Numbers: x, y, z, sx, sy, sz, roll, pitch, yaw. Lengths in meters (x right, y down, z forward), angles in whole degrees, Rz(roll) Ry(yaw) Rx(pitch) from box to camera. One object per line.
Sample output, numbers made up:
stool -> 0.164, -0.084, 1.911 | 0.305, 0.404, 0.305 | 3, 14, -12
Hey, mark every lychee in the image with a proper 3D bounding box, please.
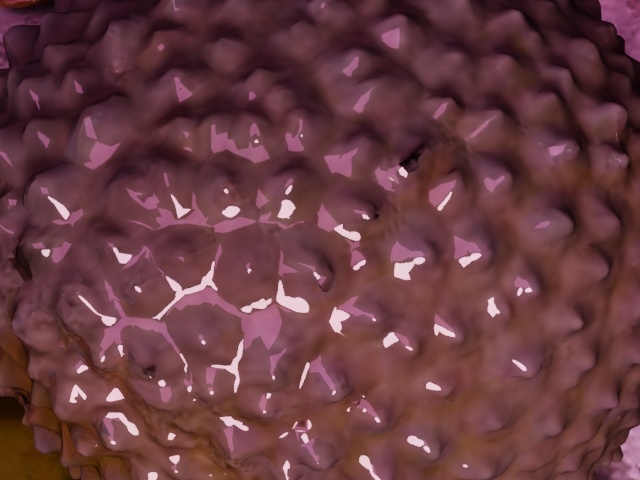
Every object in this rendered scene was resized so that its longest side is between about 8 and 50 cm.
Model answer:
lychee -> 0.000, 0.000, 1.020 | 0.380, 0.432, 0.380 | 13, 109, 43

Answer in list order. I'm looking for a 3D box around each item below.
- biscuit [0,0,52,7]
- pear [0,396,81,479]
biscuit -> -0.164, -0.283, 1.240 | 0.183, 0.043, 0.280 | 15, 84, 9
pear -> -0.216, 0.230, 1.111 | 0.307, 0.253, 0.253 | -37, 79, 17
